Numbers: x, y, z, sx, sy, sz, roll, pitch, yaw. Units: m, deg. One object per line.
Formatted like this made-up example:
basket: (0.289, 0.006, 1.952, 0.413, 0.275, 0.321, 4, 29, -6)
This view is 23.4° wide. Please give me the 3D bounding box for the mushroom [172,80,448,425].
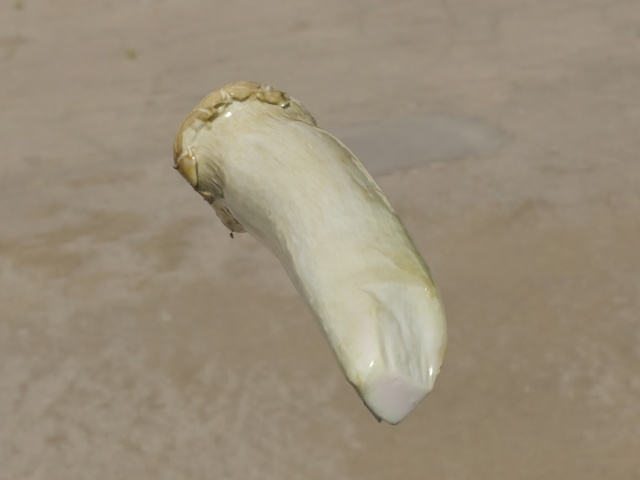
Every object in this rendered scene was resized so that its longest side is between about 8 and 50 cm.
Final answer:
mushroom: (0.000, 0.000, 0.669, 0.071, 0.084, 0.209, -41, 39, 4)
